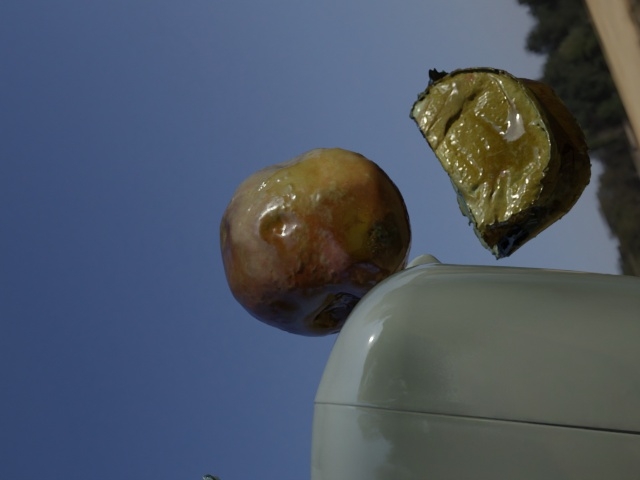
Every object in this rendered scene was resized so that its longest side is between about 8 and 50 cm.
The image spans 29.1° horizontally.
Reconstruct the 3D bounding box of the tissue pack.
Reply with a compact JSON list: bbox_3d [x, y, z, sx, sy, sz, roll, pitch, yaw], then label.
[{"bbox_3d":[0.162,0.126,0.826,0.229,0.333,0.236,56,-141,-81],"label":"tissue pack"}]

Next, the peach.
[{"bbox_3d":[0.000,0.000,1.367,0.214,0.235,0.214,10,-107,-34],"label":"peach"}]

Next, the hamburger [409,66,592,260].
[{"bbox_3d":[0.269,-0.135,1.777,0.309,0.211,0.132,65,-170,30],"label":"hamburger"}]

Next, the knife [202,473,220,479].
[{"bbox_3d":[-0.113,0.365,1.570,0.015,0.028,0.210,1,-147,-27],"label":"knife"}]
